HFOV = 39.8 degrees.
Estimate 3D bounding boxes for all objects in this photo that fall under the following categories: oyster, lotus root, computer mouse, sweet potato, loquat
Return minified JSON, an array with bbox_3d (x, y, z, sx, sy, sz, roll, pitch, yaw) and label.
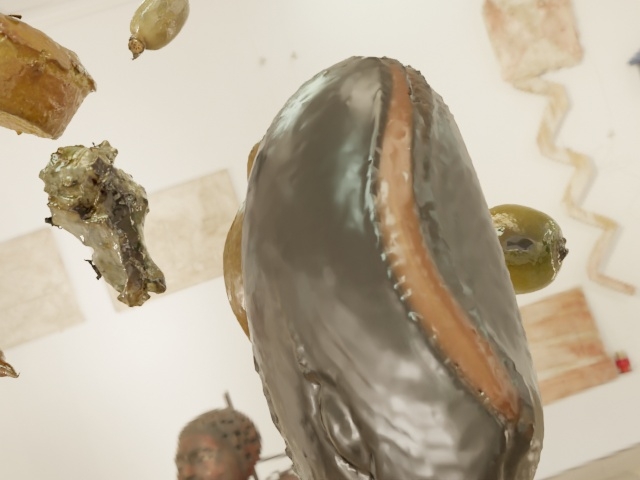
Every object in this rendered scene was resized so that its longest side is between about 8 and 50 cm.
[{"bbox_3d":[-0.412,-0.027,1.696,0.197,0.337,0.133,-24,14,-30],"label":"oyster"},{"bbox_3d":[-0.244,-0.334,1.338,0.062,0.073,0.150,18,60,28],"label":"lotus root"},{"bbox_3d":[0.022,0.032,0.522,0.116,0.323,0.183,6,-33,-31],"label":"computer mouse"},{"bbox_3d":[-0.616,0.223,1.656,0.195,0.056,0.056,17,28,41],"label":"sweet potato"},{"bbox_3d":[0.311,0.015,1.469,0.195,0.152,0.152,2,8,12],"label":"loquat"}]

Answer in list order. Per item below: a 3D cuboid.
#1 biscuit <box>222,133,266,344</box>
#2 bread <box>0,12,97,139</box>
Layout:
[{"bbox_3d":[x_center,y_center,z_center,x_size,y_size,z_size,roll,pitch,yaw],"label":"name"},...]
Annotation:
[{"bbox_3d":[-0.001,0.000,1.171,0.063,0.314,0.367,-18,23,44],"label":"biscuit"},{"bbox_3d":[-0.647,-0.338,1.770,0.358,0.204,0.337,21,-10,14],"label":"bread"}]
